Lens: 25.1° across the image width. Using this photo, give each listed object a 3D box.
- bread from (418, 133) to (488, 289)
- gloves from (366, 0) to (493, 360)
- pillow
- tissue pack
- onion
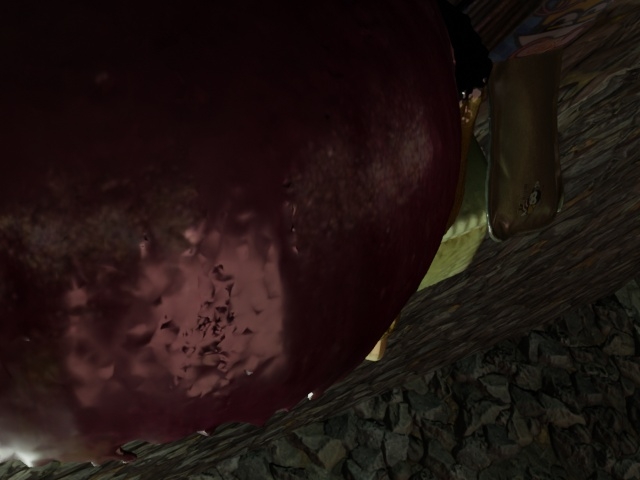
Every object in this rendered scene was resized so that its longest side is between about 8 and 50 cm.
[{"bbox_3d":[0.000,0.000,1.411,0.338,0.155,0.187,-21,156,-20],"label":"bread"},{"bbox_3d":[0.032,-0.042,1.179,0.155,0.203,0.356,-18,146,-45],"label":"gloves"},{"bbox_3d":[0.191,-0.110,1.362,0.033,0.217,0.130,11,-163,41],"label":"pillow"},{"bbox_3d":[0.205,-0.219,1.224,0.116,0.065,0.155,-16,161,-40],"label":"tissue pack"},{"bbox_3d":[-0.102,-0.075,0.648,0.358,0.358,0.345,-4,121,-60],"label":"onion"}]
